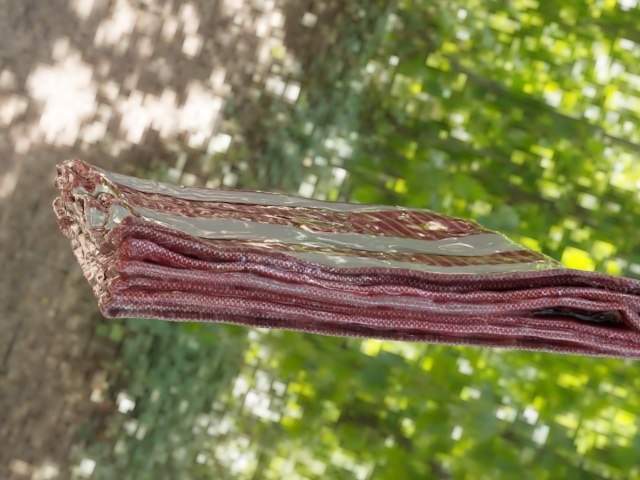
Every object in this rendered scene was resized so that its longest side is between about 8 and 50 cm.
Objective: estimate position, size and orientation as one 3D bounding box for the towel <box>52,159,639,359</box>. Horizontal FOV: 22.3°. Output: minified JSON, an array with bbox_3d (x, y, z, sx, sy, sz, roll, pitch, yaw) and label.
[{"bbox_3d":[0.000,0.000,0.766,0.329,0.237,0.037,-148,-115,-75],"label":"towel"}]
